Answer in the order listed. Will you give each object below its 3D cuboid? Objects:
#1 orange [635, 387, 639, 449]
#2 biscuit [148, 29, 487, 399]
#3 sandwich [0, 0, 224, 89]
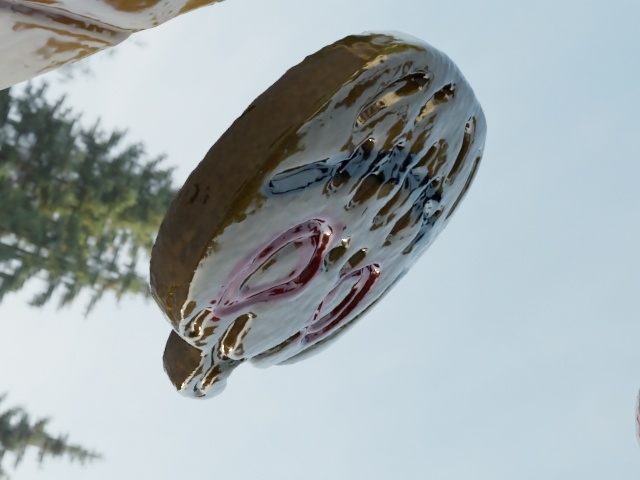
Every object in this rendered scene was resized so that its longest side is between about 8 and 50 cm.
[{"bbox_3d":[0.413,0.176,1.183,0.193,0.193,0.161,-40,-109,36],"label":"orange"},{"bbox_3d":[0.001,0.001,0.852,0.063,0.367,0.314,42,-88,21],"label":"biscuit"},{"bbox_3d":[-0.106,-0.138,0.340,0.144,0.187,0.117,-24,-107,13],"label":"sandwich"}]
